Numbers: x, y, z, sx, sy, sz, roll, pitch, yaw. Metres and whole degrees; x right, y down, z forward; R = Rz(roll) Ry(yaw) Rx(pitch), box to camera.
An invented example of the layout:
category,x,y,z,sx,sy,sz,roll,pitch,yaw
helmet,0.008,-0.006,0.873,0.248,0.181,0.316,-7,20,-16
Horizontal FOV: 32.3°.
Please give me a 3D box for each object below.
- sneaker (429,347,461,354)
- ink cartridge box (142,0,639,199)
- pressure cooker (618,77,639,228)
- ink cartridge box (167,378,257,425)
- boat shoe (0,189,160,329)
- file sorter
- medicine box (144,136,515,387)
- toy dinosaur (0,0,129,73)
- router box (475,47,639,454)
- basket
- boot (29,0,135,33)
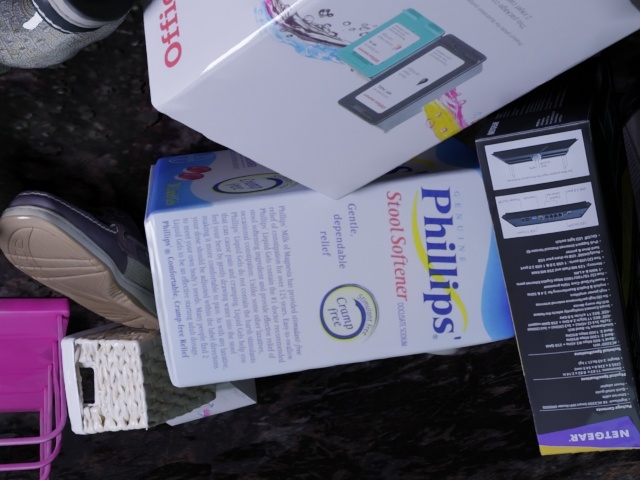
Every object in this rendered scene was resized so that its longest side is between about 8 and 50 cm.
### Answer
category,x,y,z,sx,sy,sz,roll,pitch,yaw
sneaker,0.080,0.070,1.357,0.222,0.083,0.118,3,129,-9
ink cartridge box,0.037,-0.193,0.752,0.270,0.198,0.197,-29,146,30
pressure cooker,0.487,0.029,1.047,0.376,0.420,0.370,-28,145,27
ink cartridge box,-0.168,0.172,1.420,0.143,0.092,0.090,-17,150,14
boat shoe,-0.228,0.009,1.124,0.103,0.092,0.285,0,157,21
file sorter,-0.415,0.216,1.329,0.202,0.182,0.290,1,148,-18
medicine box,0.000,0.000,0.988,0.289,0.149,0.263,-8,-166,-5
toy dinosaur,-0.183,-0.174,0.754,0.314,0.160,0.121,-17,150,14
router box,0.205,-0.013,0.883,0.081,0.242,0.309,-9,-163,19
basket,-0.204,0.151,1.275,0.103,0.113,0.167,-6,-177,25
boot,-0.207,-0.198,0.655,0.179,0.236,0.085,-29,168,37
